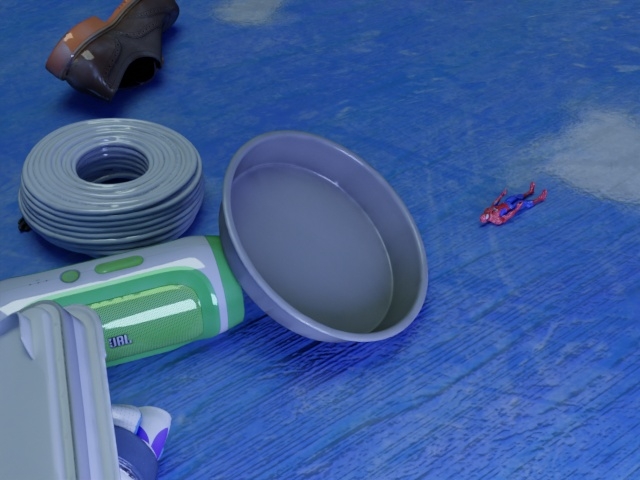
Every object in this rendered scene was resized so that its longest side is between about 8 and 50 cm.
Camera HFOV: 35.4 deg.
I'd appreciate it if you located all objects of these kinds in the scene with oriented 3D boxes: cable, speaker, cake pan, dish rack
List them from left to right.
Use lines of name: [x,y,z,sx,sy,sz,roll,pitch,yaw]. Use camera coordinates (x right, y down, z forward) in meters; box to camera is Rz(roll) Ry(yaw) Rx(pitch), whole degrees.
dish rack: [-0.318,0.210,0.890,0.285,0.072,0.333,-28,46,8]
speaker: [-0.245,0.080,1.173,0.296,0.131,0.131,-14,40,-15]
cable: [-0.290,-0.079,1.394,0.257,0.089,0.257,12,39,10]
cake pan: [0.000,0.000,1.218,0.293,0.054,0.293,21,49,-25]

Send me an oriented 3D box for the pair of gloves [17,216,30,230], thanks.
pair of gloves: [-0.378,-0.030,1.409,0.083,0.010,0.074,14,41,19]

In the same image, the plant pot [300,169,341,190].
plant pot: [-0.014,-0.046,1.355,0.081,0.083,0.081,-29,9,-29]

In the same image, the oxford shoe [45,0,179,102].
oxford shoe: [-0.324,-0.329,1.730,0.132,0.130,0.364,39,37,-3]

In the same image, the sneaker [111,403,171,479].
sneaker: [-0.187,0.252,0.948,0.322,0.130,0.236,15,47,29]

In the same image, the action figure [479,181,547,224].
action figure: [0.266,-0.051,1.407,0.115,0.030,0.038,-28,51,-27]
